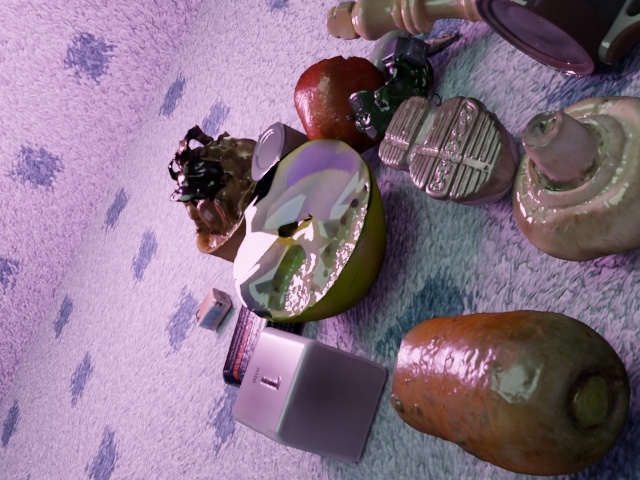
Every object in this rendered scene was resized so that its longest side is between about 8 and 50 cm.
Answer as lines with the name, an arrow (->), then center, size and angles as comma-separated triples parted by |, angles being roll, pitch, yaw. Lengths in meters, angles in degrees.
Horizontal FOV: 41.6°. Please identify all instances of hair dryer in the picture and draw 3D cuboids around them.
hair dryer -> 0.223, -0.459, 1.884 | 0.237, 0.075, 0.206 | 5, 68, 51

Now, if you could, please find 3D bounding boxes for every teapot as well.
teapot -> 0.461, -0.442, 1.359 | 0.315, 0.233, 0.312 | 35, 94, 30

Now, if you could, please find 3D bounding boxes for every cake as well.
cake -> -0.252, -0.121, 2.125 | 0.332, 0.321, 0.332 | -39, 38, 38

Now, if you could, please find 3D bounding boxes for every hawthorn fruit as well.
hawthorn fruit -> 0.053, -0.269, 1.859 | 0.211, 0.211, 0.298 | -25, 67, 48

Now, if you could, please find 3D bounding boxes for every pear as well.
pear -> 0.005, 0.002, 1.752 | 0.399, 0.165, 0.398 | -25, 51, 35

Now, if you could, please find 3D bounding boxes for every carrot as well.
carrot -> 0.257, 0.204, 1.187 | 0.341, 0.224, 0.224 | 0, 69, 61

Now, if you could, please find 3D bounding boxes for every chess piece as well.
chess piece -> 0.195, -0.468, 1.703 | 0.397, 0.117, 0.117 | -2, 65, 28

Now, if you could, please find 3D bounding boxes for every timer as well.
timer -> -0.023, 0.290, 1.596 | 0.195, 0.192, 0.194 | 3, 72, 59

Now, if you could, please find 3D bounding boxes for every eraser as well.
eraser -> -0.114, 0.181, 1.908 | 0.155, 0.102, 0.332 | -8, 63, 54

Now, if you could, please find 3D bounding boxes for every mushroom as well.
mushroom -> 0.379, -0.098, 1.196 | 0.260, 0.234, 0.254 | -61, 34, 8

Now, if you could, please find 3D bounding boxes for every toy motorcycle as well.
toy motorcycle -> 0.153, -0.305, 1.746 | 0.125, 0.187, 0.274 | -17, 53, 53

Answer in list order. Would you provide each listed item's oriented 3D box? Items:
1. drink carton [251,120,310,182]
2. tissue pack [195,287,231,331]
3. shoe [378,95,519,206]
drink carton -> -0.051, -0.168, 1.978 | 0.191, 0.190, 0.185 | -18, 60, 53
tissue pack -> -0.282, 0.181, 2.217 | 0.094, 0.059, 0.074 | -56, 30, 17
shoe -> 0.259, -0.144, 1.448 | 0.171, 0.198, 0.351 | -62, 27, 10
